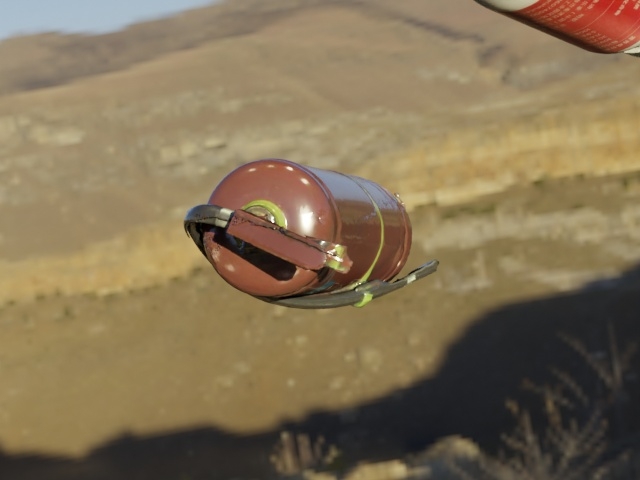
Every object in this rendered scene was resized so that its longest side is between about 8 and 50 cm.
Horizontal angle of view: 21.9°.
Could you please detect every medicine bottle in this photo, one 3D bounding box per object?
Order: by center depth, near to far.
[{"bbox_3d":[0.234,-0.244,1.490,0.131,0.131,0.250,-5,-12,43],"label":"medicine bottle"}]

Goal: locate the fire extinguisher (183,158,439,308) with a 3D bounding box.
[{"bbox_3d":[0.000,0.000,1.201,0.141,0.105,0.341,13,3,13],"label":"fire extinguisher"}]
